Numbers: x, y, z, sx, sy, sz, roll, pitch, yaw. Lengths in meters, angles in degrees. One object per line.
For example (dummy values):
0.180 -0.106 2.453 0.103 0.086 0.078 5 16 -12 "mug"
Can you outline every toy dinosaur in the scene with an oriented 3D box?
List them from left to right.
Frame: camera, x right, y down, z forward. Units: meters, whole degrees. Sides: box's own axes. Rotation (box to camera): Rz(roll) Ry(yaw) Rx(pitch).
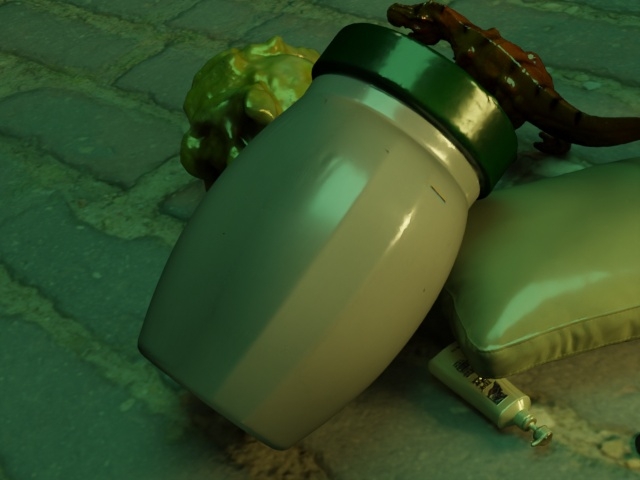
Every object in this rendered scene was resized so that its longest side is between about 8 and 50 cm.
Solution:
0.253 -0.157 1.120 0.097 0.208 0.432 -45 55 -14 "toy dinosaur"

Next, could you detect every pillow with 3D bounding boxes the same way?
0.264 0.017 0.944 0.322 0.120 0.255 -13 32 -7 "pillow"

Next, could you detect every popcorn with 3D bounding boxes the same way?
-0.053 -0.137 1.163 0.256 0.195 0.255 30 56 16 "popcorn"

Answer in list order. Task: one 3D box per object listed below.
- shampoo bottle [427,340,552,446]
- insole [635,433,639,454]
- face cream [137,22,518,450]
0.163 0.144 0.881 0.049 0.034 0.141 -18 38 -30 "shampoo bottle"
0.344 0.177 0.821 0.134 0.002 0.045 -4 37 8 "insole"
0.000 0.000 0.871 0.357 0.219 0.312 -55 9 -10 "face cream"
